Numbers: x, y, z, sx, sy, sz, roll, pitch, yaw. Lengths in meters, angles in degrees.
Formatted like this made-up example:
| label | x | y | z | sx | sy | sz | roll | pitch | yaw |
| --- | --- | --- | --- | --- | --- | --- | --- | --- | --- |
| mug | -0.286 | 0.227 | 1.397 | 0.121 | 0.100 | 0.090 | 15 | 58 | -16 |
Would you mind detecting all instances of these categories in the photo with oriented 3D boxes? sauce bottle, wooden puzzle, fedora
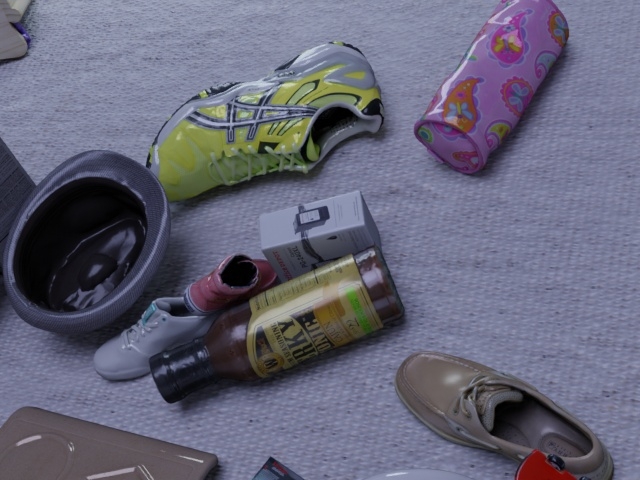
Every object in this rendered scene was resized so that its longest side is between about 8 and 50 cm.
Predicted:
| label | x | y | z | sx | sy | sz | roll | pitch | yaw |
| --- | --- | --- | --- | --- | --- | --- | --- | --- | --- |
| sauce bottle | -0.060 | 0.121 | 1.636 | 0.344 | 0.111 | 0.111 | -25 | 51 | 4 |
| wooden puzzle | -0.339 | 0.368 | 1.549 | 0.322 | 0.080 | 0.348 | 10 | 39 | 26 |
| fedora | -0.326 | 0.019 | 1.781 | 0.243 | 0.124 | 0.275 | 22 | 75 | 19 |

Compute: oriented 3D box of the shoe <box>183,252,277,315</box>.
| label | x | y | z | sx | sy | sz | roll | pitch | yaw |
| --- | --- | --- | --- | --- | --- | --- | --- | --- | --- |
| shoe | -0.101 | 0.052 | 1.665 | 0.081 | 0.178 | 0.063 | -33 | 81 | 39 |

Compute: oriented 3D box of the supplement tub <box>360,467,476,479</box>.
| label | x | y | z | sx | sy | sz | roll | pitch | yaw |
| --- | --- | --- | --- | --- | --- | --- | --- | --- | --- |
| supplement tub | 0.107 | 0.402 | 1.315 | 0.191 | 0.191 | 0.272 | -9 | 53 | 14 |

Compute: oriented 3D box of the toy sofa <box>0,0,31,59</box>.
| label | x | y | z | sx | sy | sz | roll | pitch | yaw |
| --- | --- | --- | --- | --- | --- | --- | --- | --- | --- |
| toy sofa | -0.709 | -0.389 | 2.244 | 0.362 | 0.177 | 0.150 | -20 | 27 | 7 |

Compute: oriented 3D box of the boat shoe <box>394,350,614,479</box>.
| label | x | y | z | sx | sy | sz | roll | pitch | yaw |
| --- | --- | --- | --- | --- | --- | --- | --- | --- | --- |
| boat shoe | 0.212 | 0.203 | 1.476 | 0.302 | 0.098 | 0.109 | 28 | 69 | 34 |

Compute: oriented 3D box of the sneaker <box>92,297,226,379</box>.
| label | x | y | z | sx | sy | sz | roll | pitch | yaw |
| --- | --- | --- | --- | --- | --- | --- | --- | --- | --- |
| sneaker | -0.231 | 0.122 | 1.708 | 0.212 | 0.094 | 0.080 | -23 | 52 | 4 |

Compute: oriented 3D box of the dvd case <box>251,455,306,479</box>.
| label | x | y | z | sx | sy | sz | roll | pitch | yaw |
| --- | --- | --- | --- | --- | --- | --- | --- | --- | --- |
| dvd case | -0.068 | 0.340 | 1.540 | 0.087 | 0.013 | 0.119 | 27 | 70 | 34 |

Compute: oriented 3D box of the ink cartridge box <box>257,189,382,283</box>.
| label | x | y | z | sx | sy | sz | roll | pitch | yaw |
| --- | --- | --- | --- | --- | --- | --- | --- | --- | --- |
| ink cartridge box | 0.000 | 0.000 | 1.697 | 0.150 | 0.109 | 0.063 | -14 | 55 | 11 |

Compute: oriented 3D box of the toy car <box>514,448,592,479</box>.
| label | x | y | z | sx | sy | sz | roll | pitch | yaw |
| --- | --- | --- | --- | --- | --- | --- | --- | --- | --- |
| toy car | 0.320 | 0.350 | 1.334 | 0.239 | 0.053 | 0.225 | 6 | 71 | -10 |

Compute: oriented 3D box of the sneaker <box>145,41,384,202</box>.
| label | x | y | z | sx | sy | sz | roll | pitch | yaw |
| --- | --- | --- | --- | --- | --- | --- | --- | --- | --- |
| sneaker | -0.085 | -0.160 | 1.824 | 0.384 | 0.145 | 0.147 | -29 | 50 | 1 |

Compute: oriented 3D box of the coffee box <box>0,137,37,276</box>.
| label | x | y | z | sx | sy | sz | roll | pitch | yaw |
| --- | --- | --- | --- | --- | --- | --- | --- | --- | --- |
| coffee box | -0.510 | -0.073 | 1.822 | 0.168 | 0.297 | 0.119 | 28 | 68 | 33 |

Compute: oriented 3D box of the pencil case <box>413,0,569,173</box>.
| label | x | y | z | sx | sy | sz | roll | pitch | yaw |
| --- | --- | --- | --- | --- | --- | --- | --- | --- | --- |
| pencil case | 0.251 | -0.233 | 1.769 | 0.124 | 0.124 | 0.284 | 20 | 64 | 31 |
